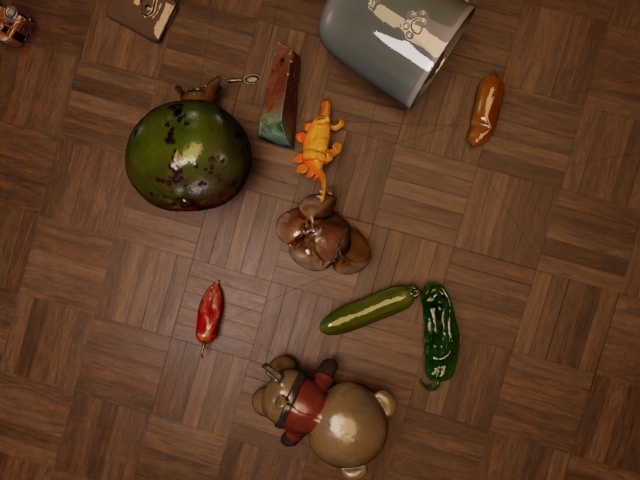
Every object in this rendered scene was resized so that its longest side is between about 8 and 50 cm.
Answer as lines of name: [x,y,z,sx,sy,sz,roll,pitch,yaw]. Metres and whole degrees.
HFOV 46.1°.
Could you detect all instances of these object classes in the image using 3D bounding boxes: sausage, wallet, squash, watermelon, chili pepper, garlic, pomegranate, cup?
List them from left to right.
wallet: [-0.430,-0.558,1.807,0.153,0.039,0.118,27,95,4]
pomegranate: [-0.294,-0.224,1.691,0.291,0.291,0.323,4,92,4]
chili pepper: [-0.270,0.190,1.812,0.059,0.050,0.191,10,80,6]
watermelon: [-0.094,-0.351,1.755,0.095,0.154,0.241,9,79,4]
garlic: [0.000,0.000,1.741,0.160,0.191,0.214,-24,102,29]
squash: [0.118,0.163,1.775,0.258,0.069,0.069,-21,90,3]
cup: [0.183,-0.510,1.683,0.275,0.259,0.356,33,63,3]
chili pepper: [0.278,0.228,1.770,0.100,0.074,0.256,-3,87,7]
sausage: [0.389,-0.304,1.752,0.062,0.054,0.183,14,95,35]

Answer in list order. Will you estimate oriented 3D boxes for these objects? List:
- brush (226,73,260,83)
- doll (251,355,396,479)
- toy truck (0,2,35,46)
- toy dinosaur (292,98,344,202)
brush: [-0.186,-0.387,1.810,0.083,0.008,0.024,-2,95,4]
doll: [0.001,0.395,1.739,0.330,0.174,0.235,24,87,4]
toy truck: [-0.796,-0.539,1.810,0.192,0.083,0.092,26,93,4]
toy dinosaur: [-0.012,-0.205,1.750,0.117,0.070,0.288,-13,61,38]
